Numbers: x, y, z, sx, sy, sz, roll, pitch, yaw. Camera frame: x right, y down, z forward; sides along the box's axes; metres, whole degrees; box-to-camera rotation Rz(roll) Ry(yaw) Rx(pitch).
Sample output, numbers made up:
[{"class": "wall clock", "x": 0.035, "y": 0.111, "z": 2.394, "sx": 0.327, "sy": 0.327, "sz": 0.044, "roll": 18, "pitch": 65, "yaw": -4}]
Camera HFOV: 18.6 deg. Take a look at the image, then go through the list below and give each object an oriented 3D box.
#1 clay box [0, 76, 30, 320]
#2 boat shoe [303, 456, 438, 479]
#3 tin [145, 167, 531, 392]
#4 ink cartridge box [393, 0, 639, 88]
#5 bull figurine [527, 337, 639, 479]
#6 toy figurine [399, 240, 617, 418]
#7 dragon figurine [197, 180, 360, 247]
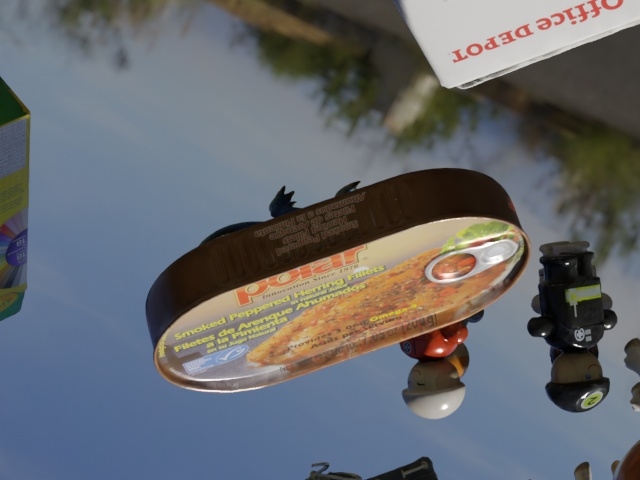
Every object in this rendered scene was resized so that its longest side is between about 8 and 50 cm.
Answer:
[{"class": "clay box", "x": -0.274, "y": -0.007, "z": 1.398, "sx": 0.127, "sy": 0.222, "sz": 0.053, "roll": -25, "pitch": -122, "yaw": -28}, {"class": "boat shoe", "x": 0.021, "y": 0.265, "z": 1.963, "sx": 0.255, "sy": 0.079, "sz": 0.095, "roll": -7, "pitch": 161, "yaw": -32}, {"class": "tin", "x": 0.007, "y": 0.020, "z": 0.945, "sx": 0.106, "sy": 0.190, "sz": 0.040, "roll": 66, "pitch": -174, "yaw": -63}, {"class": "ink cartridge box", "x": 0.107, "y": -0.227, "z": 1.278, "sx": 0.219, "sy": 0.160, "sz": 0.092, "roll": 57, "pitch": -155, "yaw": -33}, {"class": "bull figurine", "x": 0.344, "y": 0.214, "z": 1.923, "sx": 0.188, "sy": 0.310, "sz": 0.101, "roll": 38, "pitch": 177, "yaw": 44}, {"class": "toy figurine", "x": 0.175, "y": 0.085, "z": 1.866, "sx": 0.213, "sy": 0.148, "sz": 0.209, "roll": -6, "pitch": -176, "yaw": 6}, {"class": "dragon figurine", "x": 0.000, "y": 0.000, "z": 2.251, "sx": 0.289, "sy": 0.085, "sz": 0.144, "roll": -5, "pitch": -156, "yaw": -11}]
